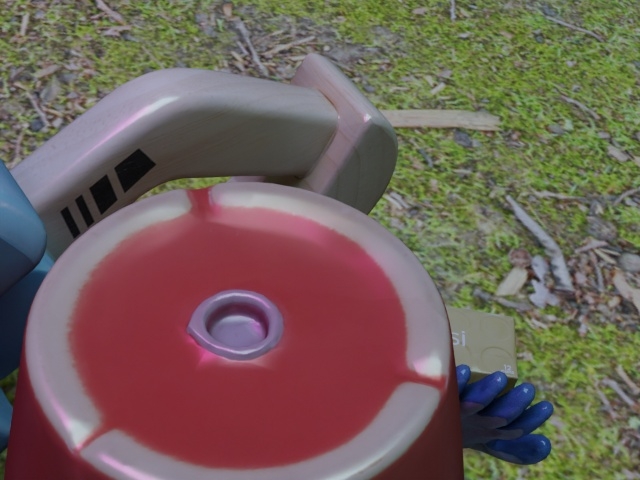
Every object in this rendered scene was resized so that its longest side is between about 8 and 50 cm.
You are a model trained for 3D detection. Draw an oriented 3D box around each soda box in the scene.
[{"bbox_3d":[0.044,0.079,0.929,0.181,0.058,0.061,9,43,-4],"label":"soda box"}]

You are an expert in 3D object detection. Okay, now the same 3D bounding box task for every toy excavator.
[{"bbox_3d":[-0.195,-0.005,0.766,0.445,0.433,0.222,-40,56,4],"label":"toy excavator"}]

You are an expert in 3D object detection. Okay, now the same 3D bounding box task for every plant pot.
[{"bbox_3d":[-0.043,0.120,0.685,0.275,0.243,0.275,2,46,-2],"label":"plant pot"}]

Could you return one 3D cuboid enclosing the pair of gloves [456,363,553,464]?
[{"bbox_3d":[0.047,0.093,0.829,0.198,0.159,0.023,31,60,-10],"label":"pair of gloves"}]
